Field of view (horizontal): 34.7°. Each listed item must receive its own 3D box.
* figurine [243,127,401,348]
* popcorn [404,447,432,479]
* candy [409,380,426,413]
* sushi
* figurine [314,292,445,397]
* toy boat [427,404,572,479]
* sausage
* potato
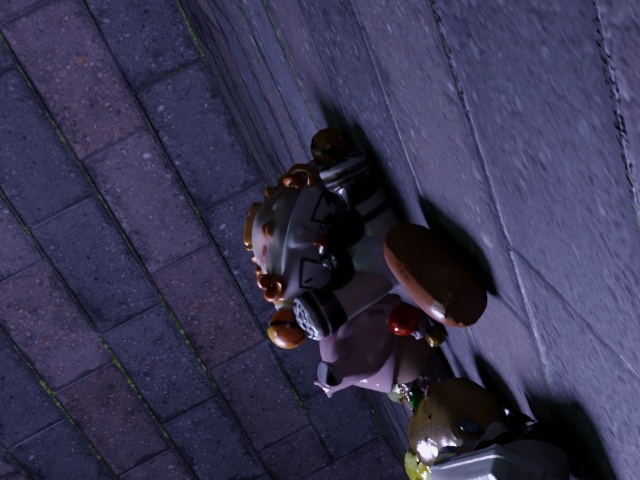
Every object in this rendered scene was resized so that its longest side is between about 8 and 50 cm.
[{"bbox_3d":[0.005,0.001,1.482,0.323,0.196,0.320,-158,82,-70],"label":"figurine"},{"bbox_3d":[0.244,0.488,2.117,0.173,0.142,0.173,-10,-90,-77],"label":"popcorn"},{"bbox_3d":[0.211,0.299,1.513,0.141,0.078,0.203,14,-151,-33],"label":"candy"},{"bbox_3d":[0.136,0.192,1.721,0.241,0.107,0.161,58,170,37],"label":"sushi"},{"bbox_3d":[0.084,0.159,1.511,0.287,0.186,0.176,60,-137,-82],"label":"figurine"},{"bbox_3d":[0.210,0.255,1.148,0.140,0.141,0.269,62,171,0],"label":"toy boat"},{"bbox_3d":[0.124,0.034,1.153,0.076,0.076,0.197,64,176,-26],"label":"sausage"},{"bbox_3d":[0.192,0.251,1.368,0.176,0.137,0.137,-9,110,62],"label":"potato"}]
